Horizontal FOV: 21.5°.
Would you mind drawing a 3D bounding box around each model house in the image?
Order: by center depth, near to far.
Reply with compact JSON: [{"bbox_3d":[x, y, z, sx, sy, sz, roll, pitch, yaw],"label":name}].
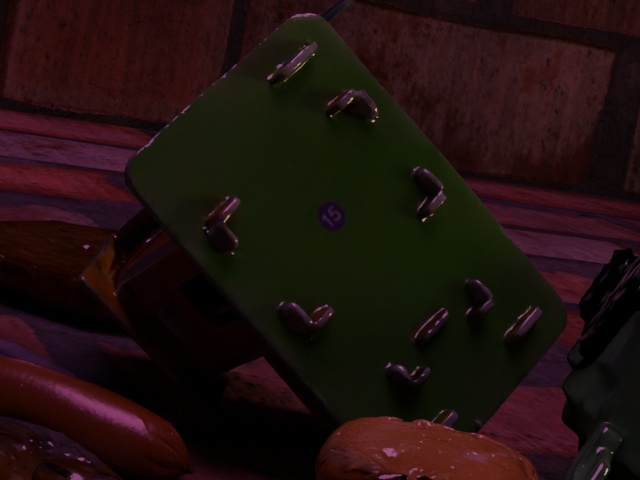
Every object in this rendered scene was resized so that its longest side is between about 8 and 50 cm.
[{"bbox_3d":[0.000,0.000,1.313,0.300,0.340,0.323,49,-29,-8],"label":"model house"}]

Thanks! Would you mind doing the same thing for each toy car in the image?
[{"bbox_3d":[0.249,0.129,1.113,0.213,0.176,0.359,36,3,3],"label":"toy car"}]

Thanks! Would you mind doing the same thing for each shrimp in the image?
[{"bbox_3d":[-0.160,0.134,0.986,0.132,0.051,0.187,8,6,-15],"label":"shrimp"}]

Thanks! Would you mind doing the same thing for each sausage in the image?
[{"bbox_3d":[-0.166,0.115,1.106,0.183,0.054,0.062,17,29,20],"label":"sausage"}]

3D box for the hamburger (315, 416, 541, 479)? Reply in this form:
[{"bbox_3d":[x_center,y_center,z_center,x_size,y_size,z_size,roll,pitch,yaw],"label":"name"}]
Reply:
[{"bbox_3d":[0.062,0.158,1.009,0.138,0.083,0.147,15,10,2],"label":"hamburger"}]

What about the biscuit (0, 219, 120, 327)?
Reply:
[{"bbox_3d":[-0.177,0.035,1.639,0.359,0.046,0.359,10,8,-1],"label":"biscuit"}]

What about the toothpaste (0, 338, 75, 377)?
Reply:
[{"bbox_3d":[-0.360,0.066,1.188,0.371,0.080,0.125,13,2,-38],"label":"toothpaste"}]
